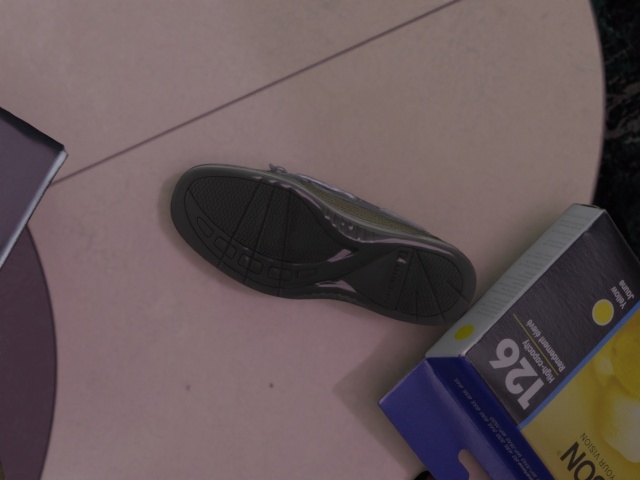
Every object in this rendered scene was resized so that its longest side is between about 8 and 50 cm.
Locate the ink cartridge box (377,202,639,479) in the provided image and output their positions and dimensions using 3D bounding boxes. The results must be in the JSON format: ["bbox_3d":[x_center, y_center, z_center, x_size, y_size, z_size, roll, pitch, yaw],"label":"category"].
[{"bbox_3d":[0.258,0.173,1.541,0.307,0.072,0.303,-45,114,-17],"label":"ink cartridge box"}]

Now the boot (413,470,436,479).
[{"bbox_3d":[0.119,0.317,1.554,0.106,0.037,0.114,-45,104,-9],"label":"boot"}]

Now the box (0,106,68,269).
[{"bbox_3d":[-0.450,-0.083,1.273,0.395,0.293,0.212,30,82,-12],"label":"box"}]

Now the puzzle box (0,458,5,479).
[{"bbox_3d":[-0.469,0.231,1.256,0.409,0.052,0.272,-3,121,3],"label":"puzzle box"}]

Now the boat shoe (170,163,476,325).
[{"bbox_3d":[0.002,-0.002,1.504,0.320,0.103,0.118,15,105,-9],"label":"boat shoe"}]
